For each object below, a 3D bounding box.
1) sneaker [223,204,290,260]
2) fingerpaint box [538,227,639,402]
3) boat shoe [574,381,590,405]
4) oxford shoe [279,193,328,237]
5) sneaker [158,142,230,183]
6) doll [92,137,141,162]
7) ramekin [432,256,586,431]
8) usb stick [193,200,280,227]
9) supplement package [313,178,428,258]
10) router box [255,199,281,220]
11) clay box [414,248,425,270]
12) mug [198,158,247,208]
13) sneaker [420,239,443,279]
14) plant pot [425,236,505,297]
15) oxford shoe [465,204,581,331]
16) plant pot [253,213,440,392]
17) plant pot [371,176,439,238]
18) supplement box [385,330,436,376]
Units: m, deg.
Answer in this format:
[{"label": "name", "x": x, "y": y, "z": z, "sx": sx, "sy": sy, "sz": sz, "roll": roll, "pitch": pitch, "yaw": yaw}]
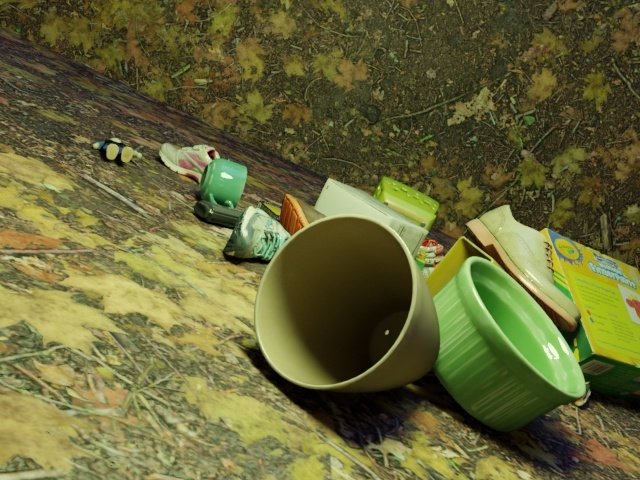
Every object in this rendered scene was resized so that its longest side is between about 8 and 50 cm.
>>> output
[{"label": "sneaker", "x": -0.124, "y": -0.008, "z": 1.523, "sx": 0.122, "sy": 0.110, "sz": 0.283, "roll": 29, "pitch": 11, "yaw": 2}, {"label": "fingerpaint box", "x": 0.735, "y": 0.211, "z": 1.850, "sx": 0.445, "sy": 0.163, "sz": 0.371, "roll": 18, "pitch": 47, "yaw": -33}, {"label": "boat shoe", "x": 0.613, "y": 0.359, "z": 1.621, "sx": 0.137, "sy": 0.049, "sz": 0.043, "roll": 9, "pitch": 62, "yaw": -63}, {"label": "oxford shoe", "x": 0.000, "y": 0.000, "z": 1.643, "sx": 0.133, "sy": 0.130, "sz": 0.363, "roll": -1, "pitch": 33, "yaw": -25}, {"label": "sneaker", "x": -0.361, "y": -0.237, "z": 2.038, "sx": 0.252, "sy": 0.111, "sz": 0.103, "roll": 28, "pitch": 11, "yaw": 13}, {"label": "doll", "x": -0.540, "y": -0.242, "z": 1.836, "sx": 0.129, "sy": 0.046, "sz": 0.189, "roll": 10, "pitch": 10, "yaw": -25}, {"label": "ramekin", "x": 0.313, "y": 0.190, "z": 1.233, "sx": 0.303, "sy": 0.148, "sz": 0.303, "roll": 37, "pitch": 25, "yaw": -21}, {"label": "usb stick", "x": -0.192, "y": -0.051, "z": 1.727, "sx": 0.278, "sy": 0.045, "sz": 0.077, "roll": 13, "pitch": 17, "yaw": -46}, {"label": "supplement package", "x": 0.098, "y": -0.004, "z": 1.732, "sx": 0.145, "sy": 0.204, "sz": 0.262, "roll": 17, "pitch": 14, "yaw": -42}, {"label": "router box", "x": -0.082, "y": -0.050, "z": 1.960, "sx": 0.179, "sy": 0.046, "sz": 0.133, "roll": 17, "pitch": 14, "yaw": -38}, {"label": "clay box", "x": 0.229, "y": 0.084, "z": 1.818, "sx": 0.053, "sy": 0.127, "sz": 0.222, "roll": 27, "pitch": 10, "yaw": 3}, {"label": "mug", "x": -0.259, "y": -0.145, "z": 1.795, "sx": 0.097, "sy": 0.129, "sz": 0.158, "roll": 18, "pitch": 13, "yaw": -20}, {"label": "sneaker", "x": 0.344, "y": 0.090, "z": 2.000, "sx": 0.270, "sy": 0.145, "sz": 0.090, "roll": 23, "pitch": 11, "yaw": -14}, {"label": "plant pot", "x": 0.388, "y": 0.149, "z": 1.718, "sx": 0.187, "sy": 0.212, "sz": 0.212, "roll": 36, "pitch": 8, "yaw": -16}, {"label": "oxford shoe", "x": 0.525, "y": 0.051, "z": 1.708, "sx": 0.397, "sy": 0.147, "sz": 0.140, "roll": 55, "pitch": 1, "yaw": 36}, {"label": "plant pot", "x": 0.077, "y": 0.130, "z": 1.067, "sx": 0.256, "sy": 0.256, "sz": 0.274, "roll": 34, "pitch": -3, "yaw": 37}, {"label": "plant pot", "x": 0.259, "y": -0.058, "z": 2.321, "sx": 0.228, "sy": 0.227, "sz": 0.207, "roll": 26, "pitch": 17, "yaw": -1}, {"label": "supplement box", "x": 0.119, "y": 0.169, "z": 1.328, "sx": 0.239, "sy": 0.073, "sz": 0.130, "roll": 35, "pitch": 14, "yaw": 36}]
